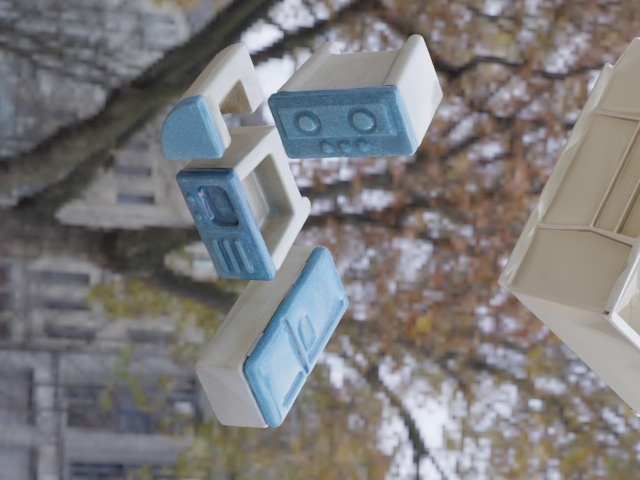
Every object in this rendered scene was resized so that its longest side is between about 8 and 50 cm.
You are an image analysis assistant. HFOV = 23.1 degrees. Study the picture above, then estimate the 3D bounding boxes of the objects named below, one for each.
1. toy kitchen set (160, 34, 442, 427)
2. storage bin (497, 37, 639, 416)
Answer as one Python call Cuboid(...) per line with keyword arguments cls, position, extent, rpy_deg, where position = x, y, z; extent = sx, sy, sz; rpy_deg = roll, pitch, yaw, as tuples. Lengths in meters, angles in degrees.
Cuboid(cls="toy kitchen set", position=(0.000, 0.000, 0.922), extent=(0.122, 0.166, 0.207), rpy_deg=(-58, 138, -42))
Cuboid(cls="storage bin", position=(0.312, 0.003, 1.338), extent=(0.123, 0.262, 0.260), rpy_deg=(13, -111, 47))
